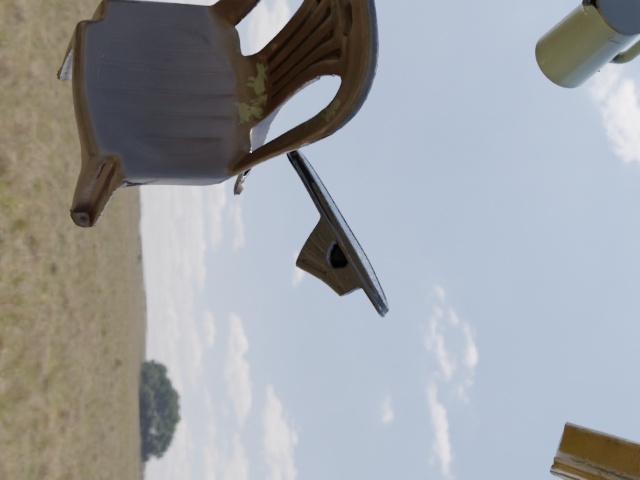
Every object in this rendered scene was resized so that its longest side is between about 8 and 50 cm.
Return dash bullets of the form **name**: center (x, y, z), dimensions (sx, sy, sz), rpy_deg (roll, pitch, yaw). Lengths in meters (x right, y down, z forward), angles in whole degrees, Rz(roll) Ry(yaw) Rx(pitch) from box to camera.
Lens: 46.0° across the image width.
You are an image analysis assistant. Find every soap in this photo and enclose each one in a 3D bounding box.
- **soap**: center (0.432, 0.327, 1.035), dimensions (0.257, 0.160, 0.080), rpy_deg (4, -118, 59)

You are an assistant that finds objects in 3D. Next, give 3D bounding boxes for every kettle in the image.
- **kettle**: center (0.407, -0.293, 1.108), dimensions (0.127, 0.098, 0.148), rpy_deg (42, -27, -2)

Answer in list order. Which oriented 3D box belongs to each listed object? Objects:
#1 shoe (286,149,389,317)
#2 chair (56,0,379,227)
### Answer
- **shoe**: center (0.000, 0.000, 0.614), dimensions (0.159, 0.053, 0.062), rpy_deg (63, 5, 11)
- **chair**: center (-0.107, -0.128, 0.623), dimensions (0.326, 0.183, 0.176), rpy_deg (150, -67, -65)
